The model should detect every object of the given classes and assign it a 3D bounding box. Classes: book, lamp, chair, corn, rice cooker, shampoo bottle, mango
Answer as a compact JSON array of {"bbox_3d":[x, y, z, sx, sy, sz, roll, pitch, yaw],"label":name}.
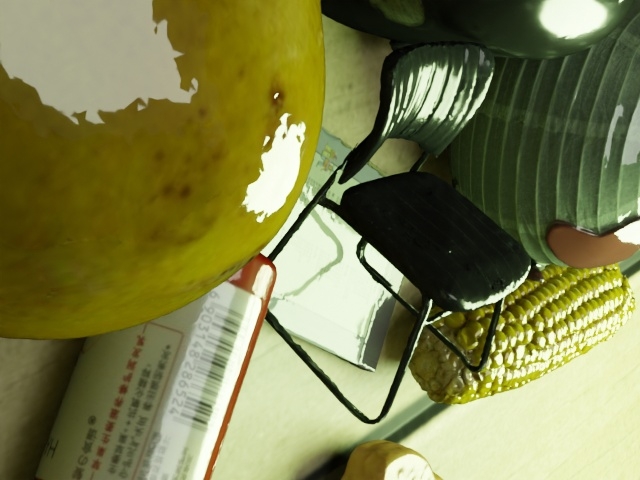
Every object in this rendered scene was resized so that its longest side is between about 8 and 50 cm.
[{"bbox_3d":[-0.001,0.000,0.951,0.231,0.026,0.157,32,74,-50],"label":"book"},{"bbox_3d":[0.228,-0.100,1.059,0.265,0.233,0.233,-55,135,-24],"label":"lamp"},{"bbox_3d":[0.074,-0.010,0.838,0.140,0.145,0.221,-17,143,-49],"label":"chair"},{"bbox_3d":[0.197,0.074,1.142,0.322,0.119,0.119,-21,113,-48],"label":"corn"},{"bbox_3d":[0.122,-0.256,0.895,0.267,0.225,0.267,-14,107,-52],"label":"rice cooker"},{"bbox_3d":[-0.116,0.130,0.755,0.104,0.104,0.278,34,69,-50],"label":"shampoo bottle"},{"bbox_3d":[-0.167,-0.147,0.546,0.445,0.232,0.300,50,63,-33],"label":"mango"}]

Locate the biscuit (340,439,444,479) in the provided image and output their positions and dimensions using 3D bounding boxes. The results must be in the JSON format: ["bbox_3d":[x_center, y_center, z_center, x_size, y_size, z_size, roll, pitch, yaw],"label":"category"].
[{"bbox_3d":[0.020,0.329,1.009,0.312,0.057,0.351,-42,129,-40],"label":"biscuit"}]
